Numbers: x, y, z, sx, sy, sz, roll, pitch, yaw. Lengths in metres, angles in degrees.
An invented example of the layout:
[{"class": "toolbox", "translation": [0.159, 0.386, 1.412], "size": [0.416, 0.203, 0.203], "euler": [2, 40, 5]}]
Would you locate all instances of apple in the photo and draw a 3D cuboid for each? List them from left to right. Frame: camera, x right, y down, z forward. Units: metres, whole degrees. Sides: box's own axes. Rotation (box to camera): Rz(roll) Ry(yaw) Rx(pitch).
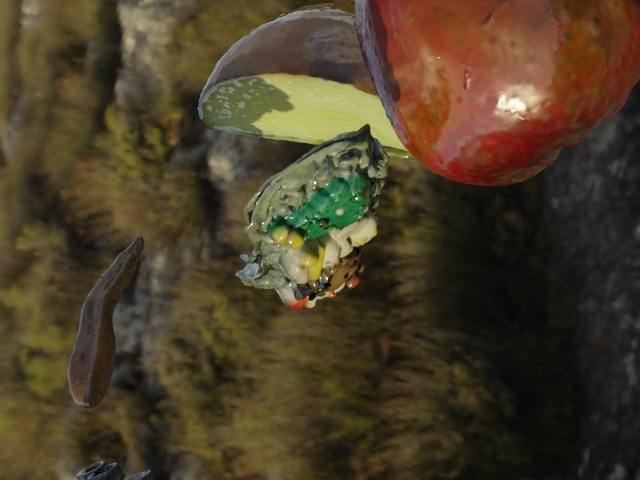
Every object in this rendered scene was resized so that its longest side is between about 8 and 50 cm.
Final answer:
[{"class": "apple", "translation": [0.019, -0.193, 1.459], "size": [0.254, 0.346, 0.179], "euler": [-23, -61, -59]}]

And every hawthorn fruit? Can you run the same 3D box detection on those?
[{"class": "hawthorn fruit", "translation": [0.125, -0.202, 1.033], "size": [0.254, 0.300, 0.254], "euler": [-40, 0, 0]}]

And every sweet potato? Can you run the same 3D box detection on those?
[{"class": "sweet potato", "translation": [-0.237, 0.087, 1.353], "size": [0.050, 0.050, 0.214], "euler": [129, 156, -55]}]

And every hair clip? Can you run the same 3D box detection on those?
[{"class": "hair clip", "translation": [0.001, 0.001, 1.070], "size": [0.091, 0.138, 0.321], "euler": [58, 171, 8]}]

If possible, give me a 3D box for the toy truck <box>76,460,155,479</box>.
[{"class": "toy truck", "translation": [-0.221, 0.296, 1.228], "size": [0.216, 0.116, 0.110], "euler": [-16, 100, 63]}]
